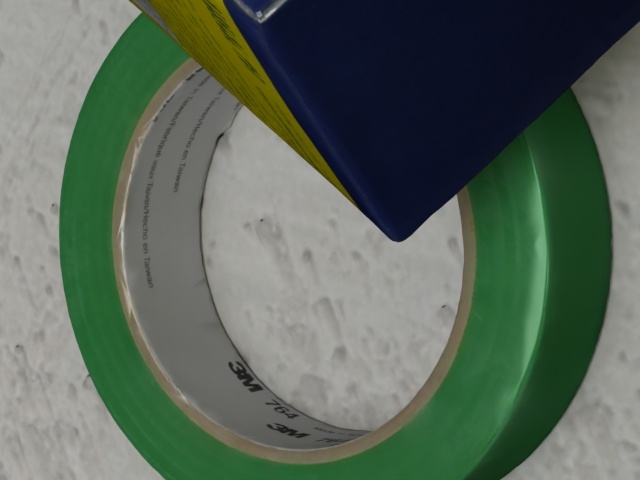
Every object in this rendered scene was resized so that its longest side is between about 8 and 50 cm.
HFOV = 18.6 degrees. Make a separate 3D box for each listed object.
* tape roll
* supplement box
[{"bbox_3d":[0.000,0.000,1.076,0.321,0.077,0.321,3,95,35],"label":"tape roll"},{"bbox_3d":[-0.031,-0.204,0.941,0.195,0.194,0.356,-43,56,-5],"label":"supplement box"}]
